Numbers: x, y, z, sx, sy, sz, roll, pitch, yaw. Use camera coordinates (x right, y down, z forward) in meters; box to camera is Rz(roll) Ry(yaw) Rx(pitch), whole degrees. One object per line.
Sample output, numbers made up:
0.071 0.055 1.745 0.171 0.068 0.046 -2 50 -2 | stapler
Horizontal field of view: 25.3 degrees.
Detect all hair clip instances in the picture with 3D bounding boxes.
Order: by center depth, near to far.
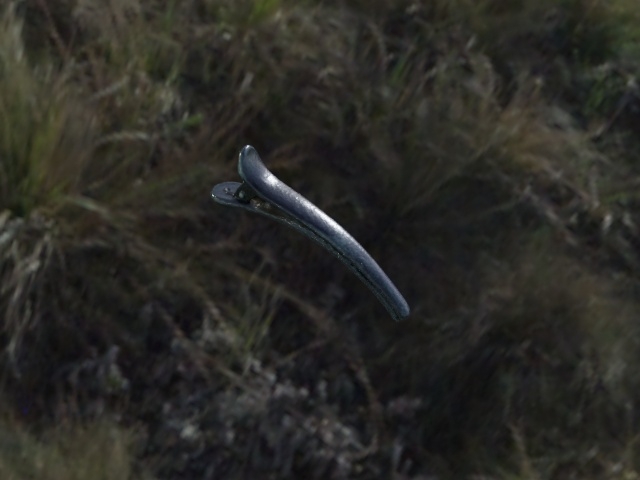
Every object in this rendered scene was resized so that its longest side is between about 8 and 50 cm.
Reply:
0.000 0.000 1.657 0.275 0.083 0.048 38 35 -2 | hair clip
